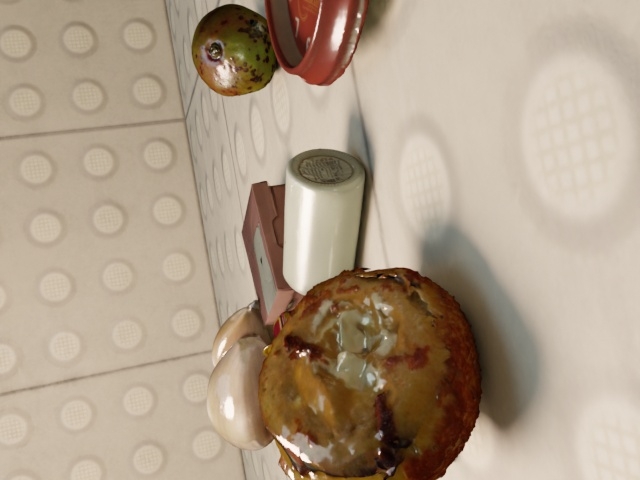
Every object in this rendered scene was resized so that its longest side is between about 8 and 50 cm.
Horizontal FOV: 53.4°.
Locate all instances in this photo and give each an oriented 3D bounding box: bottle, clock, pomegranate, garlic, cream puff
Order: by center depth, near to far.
[{"bbox_3d":[0.052,0.145,0.636,0.164,0.240,0.240,53,-173,-44],"label":"cream puff"},{"bbox_3d":[-0.001,-0.344,0.745,0.318,0.080,0.318,176,90,-74],"label":"clock"},{"bbox_3d":[0.000,0.000,0.887,0.104,0.104,0.245,-117,24,-46],"label":"bottle"},{"bbox_3d":[-0.148,-0.339,1.152,0.205,0.159,0.159,-62,-32,-72],"label":"pomegranate"},{"bbox_3d":[-0.140,0.285,1.301,0.279,0.132,0.325,-84,-23,-47],"label":"garlic"}]

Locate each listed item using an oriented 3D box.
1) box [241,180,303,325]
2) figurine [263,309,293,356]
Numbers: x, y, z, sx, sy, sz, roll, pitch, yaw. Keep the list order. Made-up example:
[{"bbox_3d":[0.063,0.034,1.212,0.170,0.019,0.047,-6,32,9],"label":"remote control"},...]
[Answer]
[{"bbox_3d":[-0.079,0.028,1.200,0.215,0.086,0.215,115,143,-63],"label":"box"},{"bbox_3d":[-0.007,0.145,0.902,0.082,0.155,0.098,123,132,-66],"label":"figurine"}]
